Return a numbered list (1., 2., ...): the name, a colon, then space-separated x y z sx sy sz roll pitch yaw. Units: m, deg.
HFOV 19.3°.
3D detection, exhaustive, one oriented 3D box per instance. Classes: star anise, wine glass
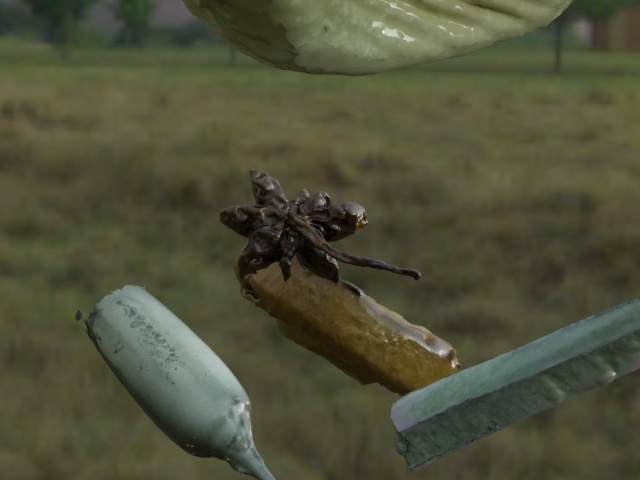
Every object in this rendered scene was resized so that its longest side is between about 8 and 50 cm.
1. star anise: 0.000 0.000 1.664 0.190 0.097 0.070 18 -23 7
2. wine glass: -0.065 0.123 1.219 0.074 0.074 0.262 -8 45 -49

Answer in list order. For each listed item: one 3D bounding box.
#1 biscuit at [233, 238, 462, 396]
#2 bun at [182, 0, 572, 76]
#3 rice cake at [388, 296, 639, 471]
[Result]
1. biscuit: 0.026 0.097 2.183 0.296 0.102 0.296 34 0 0
2. bun: 0.042 -0.269 1.120 0.227 0.352 0.349 45 10 34
3. rice cake: 0.132 0.081 1.122 0.211 0.034 0.043 -26 27 25
